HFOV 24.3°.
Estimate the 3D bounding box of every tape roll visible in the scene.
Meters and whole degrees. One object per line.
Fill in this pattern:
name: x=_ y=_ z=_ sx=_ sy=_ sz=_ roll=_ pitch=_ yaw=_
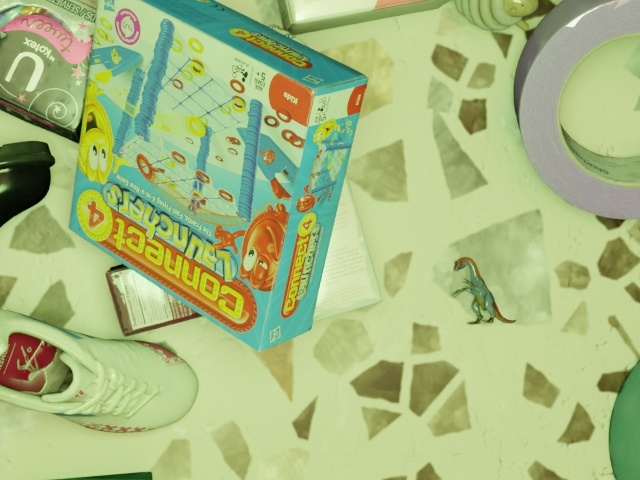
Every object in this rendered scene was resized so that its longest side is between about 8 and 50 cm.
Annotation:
tape roll: x=0.369 y=-0.167 z=1.754 sx=0.274 sy=0.090 sz=0.275 roll=1 pitch=115 yaw=2

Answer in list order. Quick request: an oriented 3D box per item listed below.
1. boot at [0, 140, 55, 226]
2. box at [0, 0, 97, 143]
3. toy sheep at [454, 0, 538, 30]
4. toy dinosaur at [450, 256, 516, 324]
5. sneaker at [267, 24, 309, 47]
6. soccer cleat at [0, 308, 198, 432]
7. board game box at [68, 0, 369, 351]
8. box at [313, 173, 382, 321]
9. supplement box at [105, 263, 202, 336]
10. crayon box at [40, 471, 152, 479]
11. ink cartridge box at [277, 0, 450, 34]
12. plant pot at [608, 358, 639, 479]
boot: x=-0.414 y=0.064 z=1.702 sx=0.348 sy=0.131 sz=0.260 roll=-29 pitch=87 yaw=6
box: x=-0.359 y=-0.226 z=1.691 sx=0.247 sy=0.163 sz=0.142 roll=24 pitch=86 yaw=-5
toy sheep: x=0.205 y=-0.293 z=1.782 sx=0.091 sy=0.132 sz=0.091 roll=-17 pitch=114 yaw=-44
toy dinosaur: x=0.192 y=0.062 z=1.827 sx=0.090 sy=0.047 sz=0.082 roll=5 pitch=80 yaw=-39
sneaker: x=-0.051 y=-0.153 z=1.699 sx=0.145 sy=0.270 sz=0.090 roll=-23 pitch=136 yaw=-12
soccer cleat: x=-0.262 y=0.162 z=1.664 sx=0.331 sy=0.143 sz=0.116 roll=18 pitch=92 yaw=-36
board game box: x=-0.120 y=-0.088 z=1.573 sx=0.308 sy=0.086 sz=0.302 roll=30 pitch=122 yaw=30
box: x=0.000 y=0.000 z=1.749 sx=0.091 sy=0.130 sz=0.171 roll=-17 pitch=92 yaw=-5
supplement box: x=-0.151 y=0.049 z=1.746 sx=0.188 sy=0.104 sz=0.081 roll=-15 pitch=93 yaw=-5
crayon box: x=-0.267 y=0.326 z=1.649 sx=0.165 sy=0.278 sz=0.081 roll=-4 pitch=92 yaw=-6
ink cartridge box: x=0.033 y=-0.403 z=1.754 sx=0.207 sy=0.117 sz=0.283 roll=-11 pitch=92 yaw=-6
plant pot: x=0.513 y=0.249 z=1.774 sx=0.290 sy=0.195 sz=0.290 roll=0 pitch=90 yaw=-6
